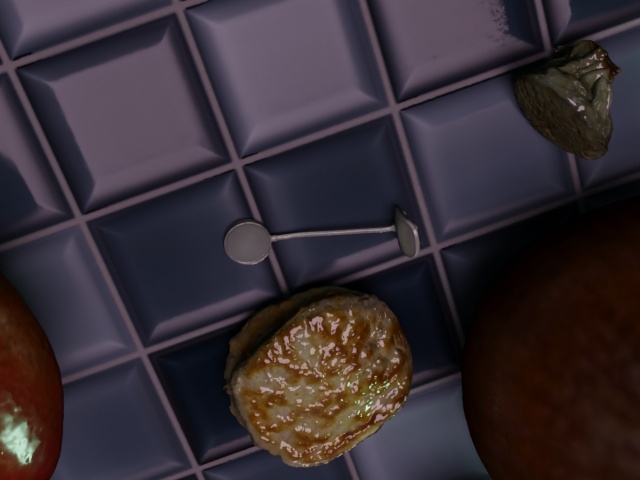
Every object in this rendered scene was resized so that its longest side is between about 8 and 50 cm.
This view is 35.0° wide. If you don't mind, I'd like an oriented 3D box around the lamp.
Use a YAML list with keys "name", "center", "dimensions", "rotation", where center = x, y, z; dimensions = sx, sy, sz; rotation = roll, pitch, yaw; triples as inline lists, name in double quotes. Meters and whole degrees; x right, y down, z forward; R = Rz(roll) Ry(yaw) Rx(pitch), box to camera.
- name: "lamp"
  center: [0.000, 0.000, 1.044]
  dimensions: [0.198, 0.056, 0.050]
  rotation: [-7, 118, -4]

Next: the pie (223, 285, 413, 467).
- name: "pie"
  center: [-0.001, 0.141, 1.086]
  dimensions: [0.205, 0.084, 0.179]
  rotation: [-38, 116, 6]

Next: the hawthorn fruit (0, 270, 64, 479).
- name: "hawthorn fruit"
  center: [-0.377, 0.131, 0.917]
  dimensions: [0.311, 0.295, 0.295]
  rotation: [23, 108, -18]

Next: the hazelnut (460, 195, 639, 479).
- name: "hazelnut"
  center: [0.351, 0.144, 1.027]
  dimensions: [0.410, 0.359, 0.359]
  rotation: [-24, 116, 11]

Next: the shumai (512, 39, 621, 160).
- name: "shumai"
  center: [0.255, -0.146, 1.006]
  dimensions: [0.087, 0.099, 0.124]
  rotation: [-51, 138, -9]
